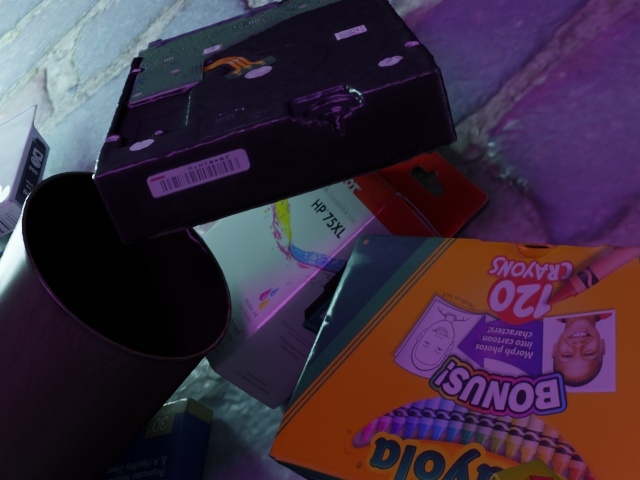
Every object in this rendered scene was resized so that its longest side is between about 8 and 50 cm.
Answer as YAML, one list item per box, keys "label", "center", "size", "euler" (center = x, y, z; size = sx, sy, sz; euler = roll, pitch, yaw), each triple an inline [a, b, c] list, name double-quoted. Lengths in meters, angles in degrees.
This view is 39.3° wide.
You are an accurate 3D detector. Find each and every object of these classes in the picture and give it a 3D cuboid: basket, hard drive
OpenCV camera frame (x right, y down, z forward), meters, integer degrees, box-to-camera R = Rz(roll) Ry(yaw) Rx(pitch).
- label: "basket"
  center: [-0.188, 0.094, 0.645]
  size: [0.227, 0.154, 0.204]
  euler: [-54, 27, 22]
- label: "hard drive"
  center: [-0.043, -0.123, 0.722]
  size: [0.237, 0.064, 0.339]
  euler: [-17, 28, 2]

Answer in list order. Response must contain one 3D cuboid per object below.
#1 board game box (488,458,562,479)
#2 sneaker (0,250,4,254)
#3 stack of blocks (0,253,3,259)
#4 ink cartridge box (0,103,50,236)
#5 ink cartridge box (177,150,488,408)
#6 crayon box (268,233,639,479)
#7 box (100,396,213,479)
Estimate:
- label: "board game box"
  center: [0.077, 0.202, 0.421]
  size: [0.092, 0.043, 0.181]
  euler: [46, 119, 34]
- label: "sneaker"
  center: [-0.350, 0.063, 0.951]
  size: [0.085, 0.086, 0.237]
  euler: [-51, 39, -1]
- label: "stack of blocks"
  center: [-0.354, 0.155, 0.767]
  size: [0.087, 0.171, 0.297]
  euler: [37, 98, 10]
- label: "ink cartridge box"
  center: [-0.430, -0.056, 1.097]
  size: [0.206, 0.045, 0.208]
  euler: [-25, 38, 14]
- label: "ink cartridge box"
  center: [0.000, 0.000, 0.696]
  size: [0.231, 0.078, 0.134]
  euler: [-44, 40, 4]
- label: "crayon box"
  center: [0.118, 0.091, 0.517]
  size: [0.278, 0.081, 0.165]
  euler: [3, 61, 43]
- label: "box"
  center: [-0.157, 0.238, 0.679]
  size: [0.136, 0.036, 0.225]
  euler: [-19, 49, 30]
